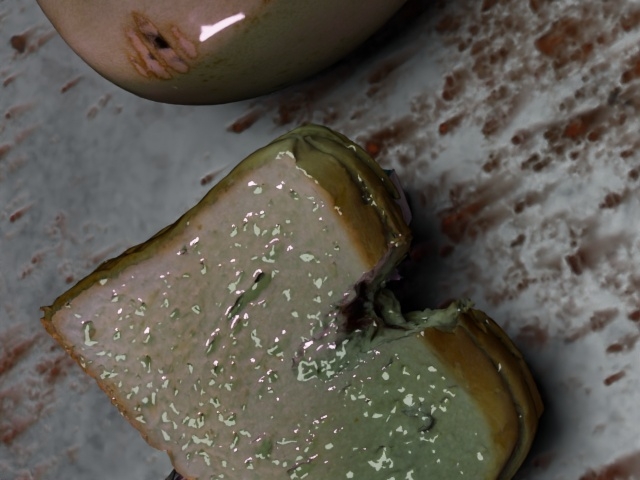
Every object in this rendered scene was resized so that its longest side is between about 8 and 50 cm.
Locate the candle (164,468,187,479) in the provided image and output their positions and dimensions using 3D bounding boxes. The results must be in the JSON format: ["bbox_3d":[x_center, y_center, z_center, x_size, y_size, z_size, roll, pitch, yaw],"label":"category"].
[{"bbox_3d":[-0.073,0.160,1.269,0.053,0.048,0.162,37,102,-8],"label":"candle"}]

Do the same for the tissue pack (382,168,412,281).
[{"bbox_3d":[-0.001,0.000,1.234,0.111,0.079,0.085,3,50,26],"label":"tissue pack"}]

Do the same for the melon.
[{"bbox_3d":[-0.048,-0.246,1.184,0.330,0.268,0.268,-38,67,10],"label":"melon"}]

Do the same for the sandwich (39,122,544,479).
[{"bbox_3d":[-0.010,0.083,1.151,0.249,0.095,0.273,-36,91,26],"label":"sandwich"}]
